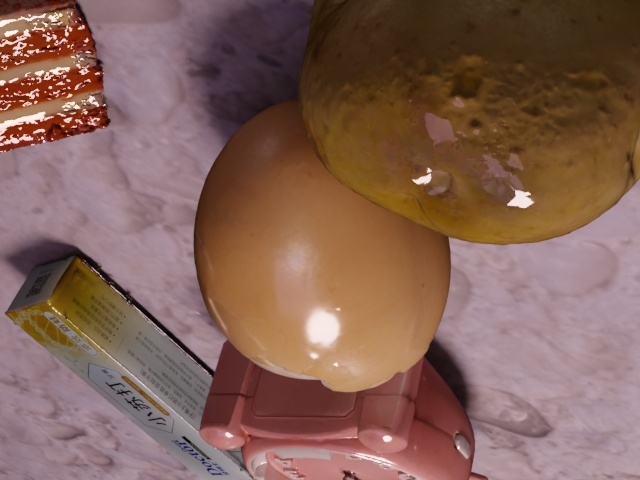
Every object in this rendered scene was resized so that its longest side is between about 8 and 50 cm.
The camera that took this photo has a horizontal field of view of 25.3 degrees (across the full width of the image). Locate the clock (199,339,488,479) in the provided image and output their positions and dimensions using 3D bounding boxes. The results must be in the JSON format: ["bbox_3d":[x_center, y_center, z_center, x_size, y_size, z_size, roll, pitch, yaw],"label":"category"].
[{"bbox_3d":[0.040,0.180,1.366,0.227,0.142,0.241,-4,144,31],"label":"clock"}]

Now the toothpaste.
[{"bbox_3d":[-0.179,0.140,1.473,0.089,0.071,0.313,-16,129,44],"label":"toothpaste"}]

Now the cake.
[{"bbox_3d":[-0.325,-0.125,1.156,0.262,0.159,0.158,10,137,14],"label":"cake"}]

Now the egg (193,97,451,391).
[{"bbox_3d":[0.000,0.000,1.108,0.201,0.201,0.244,7,132,19],"label":"egg"}]

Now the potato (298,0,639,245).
[{"bbox_3d":[0.106,-0.100,0.927,0.286,0.242,0.242,20,142,9],"label":"potato"}]
